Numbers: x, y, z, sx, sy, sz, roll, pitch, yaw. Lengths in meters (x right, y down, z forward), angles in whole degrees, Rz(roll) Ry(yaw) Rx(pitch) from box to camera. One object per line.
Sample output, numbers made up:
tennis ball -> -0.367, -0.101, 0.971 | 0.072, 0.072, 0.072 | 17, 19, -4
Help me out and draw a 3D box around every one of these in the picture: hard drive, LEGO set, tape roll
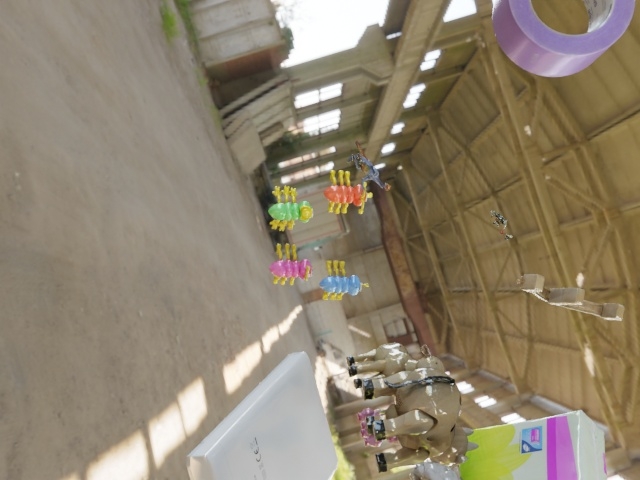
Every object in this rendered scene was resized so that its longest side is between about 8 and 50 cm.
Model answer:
hard drive -> -0.073, 0.353, 0.973 | 0.353, 0.047, 0.233 | -32, 108, -66
LEGO set -> 0.440, -0.041, 1.480 | 0.083, 0.023, 0.054 | 58, -9, -23
tape roll -> 0.363, -0.352, 0.928 | 0.080, 0.188, 0.189 | 101, -28, -82

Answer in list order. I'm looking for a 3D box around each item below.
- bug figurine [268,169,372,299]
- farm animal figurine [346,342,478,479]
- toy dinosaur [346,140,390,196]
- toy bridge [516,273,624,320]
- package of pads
bug figurine -> 0.000, 0.000, 1.247 | 0.072, 0.216, 0.279 | -131, -138, -73
farm animal figurine -> 0.157, 0.283, 0.970 | 0.327, 0.172, 0.331 | 85, -8, -60
toy dinosaur -> 0.090, -0.122, 1.055 | 0.047, 0.082, 0.090 | -23, -137, 54
toy bridge -> 0.377, 0.087, 0.948 | 0.063, 0.188, 0.026 | -11, -118, 66
package of pads -> 0.313, 0.423, 0.931 | 0.101, 0.229, 0.297 | 42, 43, -26
